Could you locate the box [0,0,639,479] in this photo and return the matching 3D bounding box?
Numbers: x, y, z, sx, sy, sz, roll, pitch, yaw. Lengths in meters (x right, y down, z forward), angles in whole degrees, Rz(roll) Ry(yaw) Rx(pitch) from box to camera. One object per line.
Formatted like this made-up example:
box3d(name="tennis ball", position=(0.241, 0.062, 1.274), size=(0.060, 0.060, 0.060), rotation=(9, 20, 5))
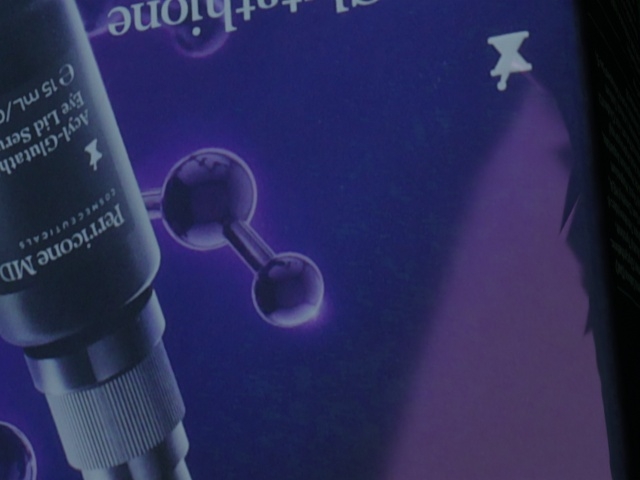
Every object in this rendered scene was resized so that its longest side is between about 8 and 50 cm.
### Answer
box3d(name="box", position=(0.000, 0.000, 0.395), size=(0.153, 0.108, 0.207), rotation=(-9, 75, 17))
